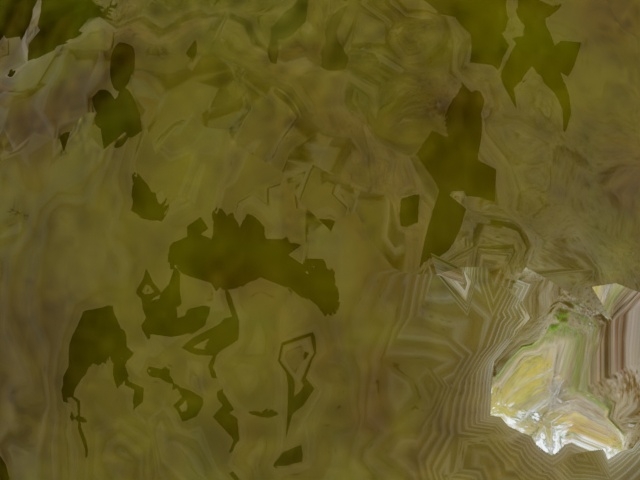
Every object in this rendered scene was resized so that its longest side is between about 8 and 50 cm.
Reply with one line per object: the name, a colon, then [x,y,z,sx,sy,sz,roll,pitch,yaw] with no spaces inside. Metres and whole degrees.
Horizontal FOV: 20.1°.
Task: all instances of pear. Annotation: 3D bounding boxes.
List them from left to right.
pear: [0.000,0.000,0.579,0.351,0.413,0.352,2,125,3]
